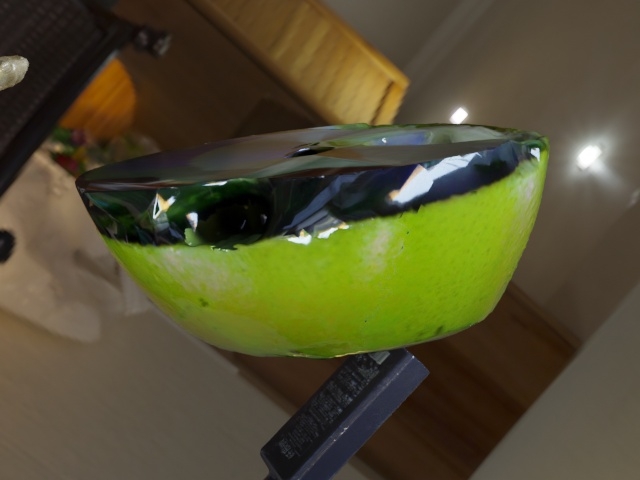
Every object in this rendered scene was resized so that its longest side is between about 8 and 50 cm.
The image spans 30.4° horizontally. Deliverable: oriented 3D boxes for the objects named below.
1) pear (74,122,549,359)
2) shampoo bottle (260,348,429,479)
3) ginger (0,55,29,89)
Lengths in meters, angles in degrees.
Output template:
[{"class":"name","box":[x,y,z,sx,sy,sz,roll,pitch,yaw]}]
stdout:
[{"class":"pear","box":[0.003,0.003,1.010,0.399,0.165,0.399,-7,-169,1]},{"class":"shampoo bottle","box":[0.004,0.252,1.543,0.309,0.071,0.098,-46,-144,-2]},{"class":"ginger","box":[-0.521,-0.171,1.581,0.288,0.075,0.089,-34,-166,-5]}]
